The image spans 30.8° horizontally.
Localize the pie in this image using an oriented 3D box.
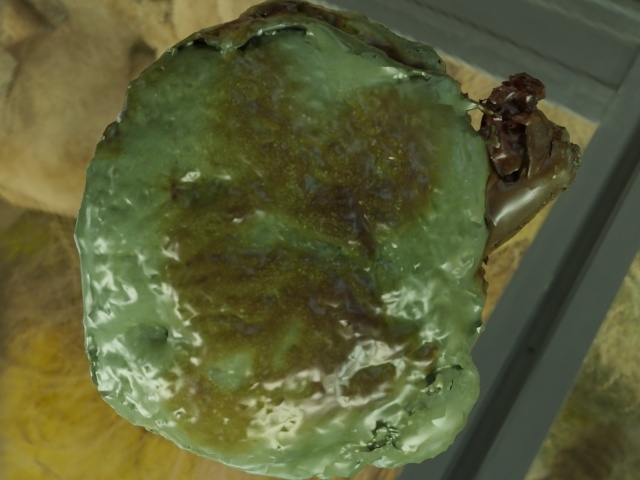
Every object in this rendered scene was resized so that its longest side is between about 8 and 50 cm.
[{"bbox_3d":[-0.009,-0.001,0.665,0.257,0.274,0.105,24,-179,-6],"label":"pie"}]
